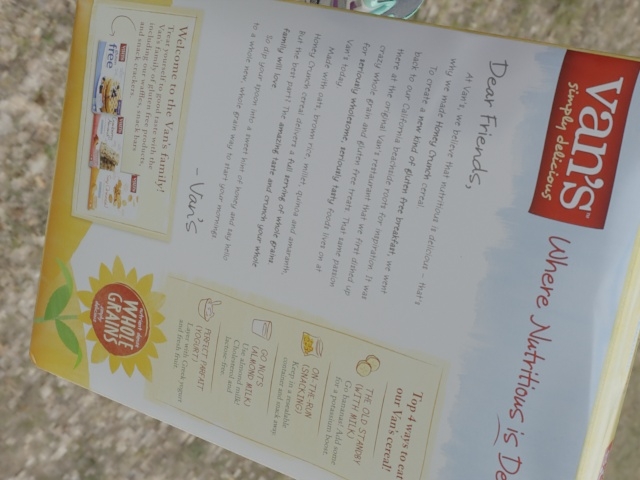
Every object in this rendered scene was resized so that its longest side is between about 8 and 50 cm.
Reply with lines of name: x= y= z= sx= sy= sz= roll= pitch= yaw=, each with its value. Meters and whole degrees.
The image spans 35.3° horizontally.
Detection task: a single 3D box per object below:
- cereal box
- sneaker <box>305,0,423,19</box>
cereal box: x=0.000 y=0.000 z=0.378 sx=0.047 sy=0.240 sz=0.172 roll=-8 pitch=112 yaw=-61
sneaker: x=0.015 y=-0.124 z=0.492 sx=0.038 sy=0.069 sz=0.098 roll=-21 pitch=153 yaw=-30
